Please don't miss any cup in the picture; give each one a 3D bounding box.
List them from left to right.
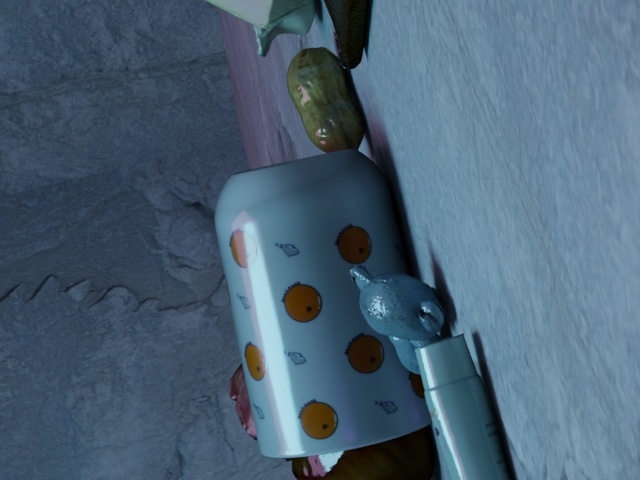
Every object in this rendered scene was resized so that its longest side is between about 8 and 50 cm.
[{"bbox_3d":[0.001,0.065,1.986,0.212,0.212,0.317,-153,50,-83],"label":"cup"}]

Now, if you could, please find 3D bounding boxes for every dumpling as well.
[{"bbox_3d":[-0.055,-0.311,2.256,0.150,0.092,0.176,98,159,-69],"label":"dumpling"}]

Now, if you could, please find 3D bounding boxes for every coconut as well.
[{"bbox_3d":[-0.068,-0.332,2.107,0.147,0.152,0.147,-63,-3,-5],"label":"coconut"}]

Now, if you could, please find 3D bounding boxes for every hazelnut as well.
[{"bbox_3d":[0.058,0.261,2.197,0.204,0.178,0.178,-37,63,51],"label":"hazelnut"}]

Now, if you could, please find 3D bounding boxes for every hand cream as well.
[{"bbox_3d":[0.162,0.250,1.640,0.085,0.058,0.331,-29,79,68],"label":"hand cream"}]

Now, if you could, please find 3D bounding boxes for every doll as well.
[{"bbox_3d":[0.102,0.085,1.824,0.120,0.075,0.180,26,166,33],"label":"doll"}]

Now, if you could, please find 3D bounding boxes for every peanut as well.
[{"bbox_3d":[0.006,-0.167,2.105,0.080,0.080,0.174,83,168,-52],"label":"peanut"}]

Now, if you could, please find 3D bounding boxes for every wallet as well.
[{"bbox_3d":[0.022,-0.284,1.831,0.243,0.039,0.133,94,156,-72],"label":"wallet"}]

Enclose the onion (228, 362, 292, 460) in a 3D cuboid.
[{"bbox_3d":[-0.016,0.184,2.410,0.283,0.227,0.120,46,127,43],"label":"onion"}]
